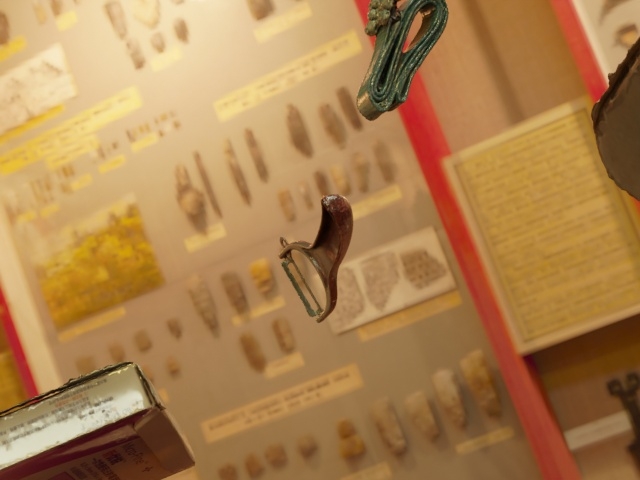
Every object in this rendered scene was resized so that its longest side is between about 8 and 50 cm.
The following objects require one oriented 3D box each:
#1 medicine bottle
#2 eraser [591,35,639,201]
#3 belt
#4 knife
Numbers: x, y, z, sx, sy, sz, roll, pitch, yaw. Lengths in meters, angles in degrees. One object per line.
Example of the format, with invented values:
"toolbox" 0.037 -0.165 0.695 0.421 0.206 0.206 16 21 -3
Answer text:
"medicine bottle" -0.206 0.181 0.968 0.171 0.052 0.201 -21 -25 -6
"eraser" 0.267 -0.128 0.615 0.227 0.081 0.174 -35 -14 -18
"belt" 0.083 -0.234 1.349 0.065 0.100 0.179 -24 40 65
"knife" 0.002 -0.001 1.348 0.053 0.123 0.278 -30 -15 -20
